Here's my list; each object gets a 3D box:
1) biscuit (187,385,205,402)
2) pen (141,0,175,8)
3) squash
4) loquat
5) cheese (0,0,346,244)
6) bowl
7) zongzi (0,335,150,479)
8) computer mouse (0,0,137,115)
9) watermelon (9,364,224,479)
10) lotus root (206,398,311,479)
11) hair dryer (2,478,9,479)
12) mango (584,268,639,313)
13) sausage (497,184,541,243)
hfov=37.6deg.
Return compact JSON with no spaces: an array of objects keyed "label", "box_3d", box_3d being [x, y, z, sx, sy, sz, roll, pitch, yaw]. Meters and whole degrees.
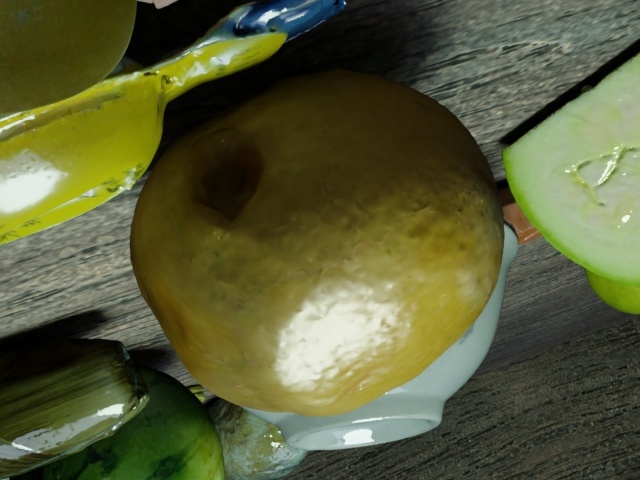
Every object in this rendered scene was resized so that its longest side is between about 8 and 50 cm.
[{"label":"biscuit","box_3d":[-0.210,0.238,1.382,0.084,0.023,0.084,-19,164,-6]},{"label":"pen","box_3d":[-0.031,-0.132,0.382,0.197,0.032,0.053,-23,166,-3]},{"label":"squash","box_3d":[0.348,-0.114,0.868,0.233,0.210,0.309,-39,-176,44]},{"label":"loquat","box_3d":[0.000,0.000,0.572,0.238,0.193,0.238,-21,142,-18]},{"label":"cheese","box_3d":[-0.107,-0.055,0.437,0.270,0.069,0.177,-26,-178,-3]},{"label":"bowl","box_3d":[0.028,0.102,0.869,0.345,0.157,0.345,-6,159,-2]},{"label":"zongzi","box_3d":[-0.296,0.148,0.821,0.221,0.112,0.242,-26,163,21]},{"label":"computer mouse","box_3d":[-0.150,-0.086,0.295,0.199,0.045,0.102,-11,117,-30]},{"label":"watermelon","box_3d":[-0.225,0.261,1.049,0.242,0.242,0.242,-19,164,-6]},{"label":"lotus root","box_3d":[-0.119,0.333,1.567,0.175,0.175,0.349,-9,160,-35]},{"label":"hair dryer","box_3d":[-0.372,0.253,1.127,0.173,0.107,0.357,-23,158,-3]},{"label":"mango","box_3d":[0.481,0.027,1.344,0.185,0.149,0.273,-30,167,24]},{"label":"sausage","box_3d":[0.170,-0.018,0.950,0.169,0.065,0.065,-18,164,-10]}]
